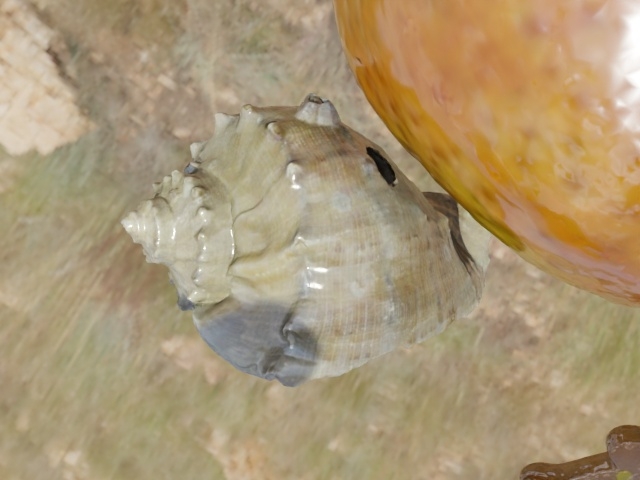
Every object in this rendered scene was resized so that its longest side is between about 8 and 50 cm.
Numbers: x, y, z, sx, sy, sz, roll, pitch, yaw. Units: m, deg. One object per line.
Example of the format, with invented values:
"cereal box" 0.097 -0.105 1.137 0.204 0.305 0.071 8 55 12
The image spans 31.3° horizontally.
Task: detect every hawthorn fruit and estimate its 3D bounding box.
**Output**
"hawthorn fruit" 0.254 -0.177 0.834 0.471 0.472 0.472 22 153 12

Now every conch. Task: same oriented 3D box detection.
"conch" -0.002 -0.006 0.971 0.324 0.263 0.186 -10 143 -8

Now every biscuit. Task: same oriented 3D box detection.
"biscuit" 0.339 0.250 1.206 0.250 0.036 0.165 -26 133 26
